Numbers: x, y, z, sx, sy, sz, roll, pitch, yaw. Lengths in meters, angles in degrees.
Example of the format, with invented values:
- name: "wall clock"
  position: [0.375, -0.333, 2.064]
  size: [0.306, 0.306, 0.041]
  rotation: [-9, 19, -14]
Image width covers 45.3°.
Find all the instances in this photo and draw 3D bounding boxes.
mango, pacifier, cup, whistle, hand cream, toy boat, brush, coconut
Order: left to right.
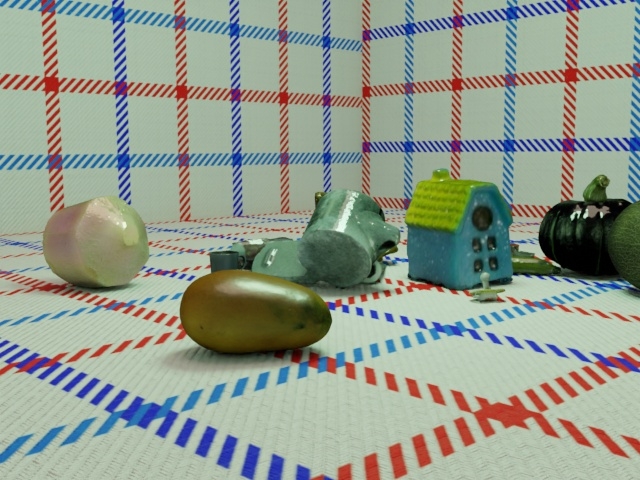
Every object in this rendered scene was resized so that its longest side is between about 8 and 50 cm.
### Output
- name: "coconut"
  position: [-0.554, 0.008, 1.942]
  size: [0.245, 0.233, 0.233]
  rotation: [-5, 3, 36]
- name: "cup"
  position: [-0.244, 0.068, 2.030]
  size: [0.100, 0.077, 0.078]
  rotation: [-4, 8, -27]
- name: "mango"
  position: [-0.113, 0.124, 1.316]
  size: [0.255, 0.139, 0.175]
  rotation: [6, 17, -12]
- name: "toy boat"
  position: [-0.163, 0.052, 2.153]
  size: [0.227, 0.085, 0.155]
  rotation: [-3, -19, -30]
- name: "whistle"
  position: [0.010, 0.024, 1.943]
  size: [0.405, 0.188, 0.168]
  rotation: [-33, 23, 40]
- name: "hand cream"
  position: [0.131, 0.072, 2.112]
  size: [0.109, 0.067, 0.321]
  rotation: [-1, 2, 4]
- name: "pacifier"
  position: [0.377, 0.105, 1.747]
  size: [0.083, 0.064, 0.068]
  rotation: [-1, -11, -12]
- name: "brush"
  position: [0.567, 0.031, 2.424]
  size: [0.070, 0.051, 0.323]
  rotation: [-1, 6, -27]

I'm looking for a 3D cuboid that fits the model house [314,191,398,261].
- name: "model house"
  position: [0.121, -0.013, 2.270]
  size: [0.268, 0.173, 0.239]
  rotation: [4, 27, -25]

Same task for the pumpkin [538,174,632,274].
- name: "pumpkin"
  position: [0.749, -0.043, 2.105]
  size: [0.296, 0.295, 0.296]
  rotation: [0, 7, 0]

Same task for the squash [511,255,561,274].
- name: "squash"
  position: [0.567, 0.071, 2.104]
  size: [0.183, 0.052, 0.052]
  rotation: [4, 8, 18]

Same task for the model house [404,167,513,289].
- name: "model house"
  position: [0.351, -0.032, 1.988]
  size: [0.216, 0.303, 0.237]
  rotation: [-11, 12, -28]

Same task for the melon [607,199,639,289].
- name: "melon"
  position: [0.806, 0.014, 1.763]
  size: [0.238, 0.237, 0.302]
  rotation: [-2, 8, -16]
